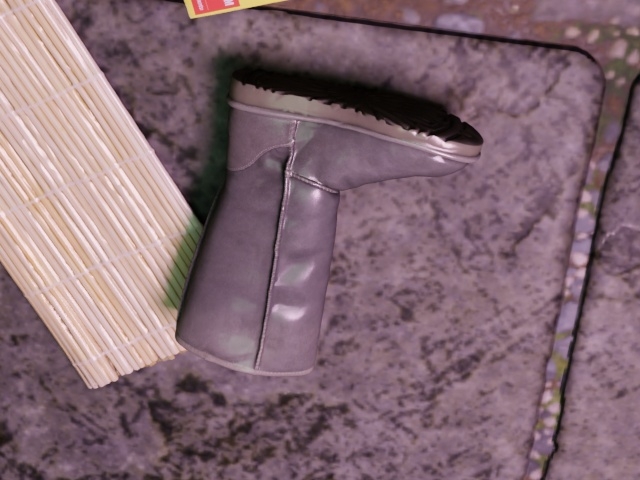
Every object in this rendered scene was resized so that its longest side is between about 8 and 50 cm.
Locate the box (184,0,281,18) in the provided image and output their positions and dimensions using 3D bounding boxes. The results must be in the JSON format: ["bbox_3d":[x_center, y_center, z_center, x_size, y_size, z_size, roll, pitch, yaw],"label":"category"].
[{"bbox_3d":[0.021,-0.206,1.068,0.232,0.058,0.087,-9,120,10],"label":"box"}]

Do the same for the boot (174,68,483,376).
[{"bbox_3d":[0.002,0.000,1.170,0.189,0.076,0.208,14,109,12],"label":"boot"}]

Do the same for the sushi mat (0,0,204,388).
[{"bbox_3d":[-0.181,-0.034,1.210,0.151,0.019,0.316,-24,115,17],"label":"sushi mat"}]
